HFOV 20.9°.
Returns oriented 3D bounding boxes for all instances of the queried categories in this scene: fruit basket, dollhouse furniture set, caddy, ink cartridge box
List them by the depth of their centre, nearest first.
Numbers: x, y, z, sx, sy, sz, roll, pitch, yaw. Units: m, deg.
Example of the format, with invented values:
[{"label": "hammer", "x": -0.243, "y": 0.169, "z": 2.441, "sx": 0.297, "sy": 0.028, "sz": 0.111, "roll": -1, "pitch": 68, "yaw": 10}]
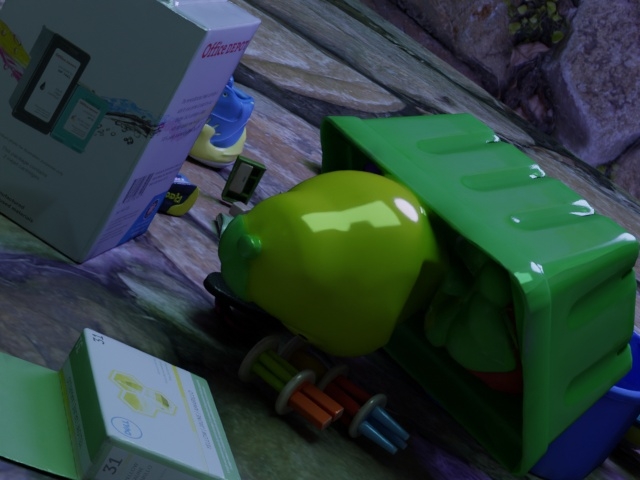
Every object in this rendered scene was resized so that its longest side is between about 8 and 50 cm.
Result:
[{"label": "ink cartridge box", "x": -0.186, "y": 0.128, "z": 1.355, "sx": 0.235, "sy": 0.056, "sz": 0.171, "roll": 26, "pitch": 16, "yaw": -24}, {"label": "fruit basket", "x": 0.077, "y": 0.042, "z": 1.683, "sx": 0.392, "sy": 0.283, "sz": 0.392, "roll": -3, "pitch": 36, "yaw": 2}, {"label": "ink cartridge box", "x": -0.225, "y": -0.154, "z": 1.754, "sx": 0.197, "sy": 0.270, "sz": 0.198, "roll": 33, "pitch": 15, "yaw": 7}, {"label": "caddy", "x": 0.263, "y": 0.128, "z": 1.961, "sx": 0.241, "sy": 0.179, "sz": 0.341, "roll": 36, "pitch": 16, "yaw": 15}, {"label": "dollhouse furniture set", "x": -0.081, "y": -0.043, "z": 2.060, "sx": 0.076, "sy": 0.059, "sz": 0.152, "roll": 21, "pitch": 19, "yaw": -17}]

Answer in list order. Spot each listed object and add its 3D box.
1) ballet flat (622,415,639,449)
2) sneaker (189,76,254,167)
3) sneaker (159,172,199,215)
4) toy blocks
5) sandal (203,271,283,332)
[{"label": "ballet flat", "x": 0.382, "y": 0.209, "z": 2.121, "sx": 0.077, "sy": 0.077, "sz": 0.231, "roll": -6, "pitch": 24, "yaw": -15}, {"label": "sneaker", "x": -0.186, "y": -0.183, "z": 2.190, "sx": 0.240, "sy": 0.126, "sz": 0.091, "roll": 19, "pitch": 19, "yaw": -37}, {"label": "sneaker", "x": -0.203, "y": -0.071, "z": 1.952, "sx": 0.144, "sy": 0.053, "sz": 0.059, "roll": 26, "pitch": 14, "yaw": -49}, {"label": "toy blocks", "x": 0.008, "y": 0.152, "z": 1.639, "sx": 0.148, "sy": 0.054, "sz": 0.123, "roll": 37, "pitch": 16, "yaw": 21}, {"label": "sandal", "x": -0.078, "y": 0.072, "z": 1.775, "sx": 0.067, "sy": 0.040, "sz": 0.179, "roll": 42, "pitch": 4, "yaw": 18}]
